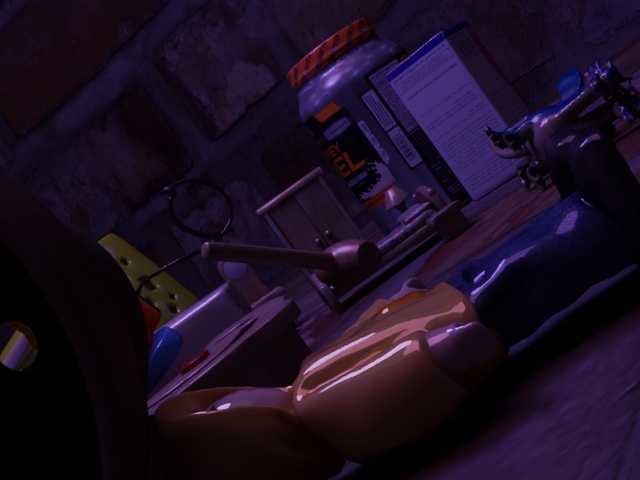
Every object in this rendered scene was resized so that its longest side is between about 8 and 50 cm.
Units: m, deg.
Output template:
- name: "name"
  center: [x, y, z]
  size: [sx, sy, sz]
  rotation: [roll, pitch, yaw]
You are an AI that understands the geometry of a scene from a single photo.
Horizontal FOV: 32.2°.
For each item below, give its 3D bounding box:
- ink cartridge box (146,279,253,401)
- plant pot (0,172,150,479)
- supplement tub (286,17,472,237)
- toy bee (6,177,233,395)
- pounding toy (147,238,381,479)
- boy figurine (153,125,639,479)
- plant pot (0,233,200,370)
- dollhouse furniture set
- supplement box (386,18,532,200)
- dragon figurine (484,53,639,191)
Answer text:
- name: "ink cartridge box"
  center: [-0.207, 0.192, 1.153]
  size: [0.353, 0.119, 0.207]
  rotation: [-35, 2, -2]
- name: "plant pot"
  center: [-0.231, 0.091, 0.653]
  size: [0.323, 0.323, 0.280]
  rotation: [-35, 1, 9]
- name: "supplement tub"
  center: [0.099, -0.168, 1.692]
  size: [0.193, 0.316, 0.193]
  rotation: [-36, 1, 1]
- name: "toy bee"
  center: [-0.183, 0.102, 0.976]
  size: [0.298, 0.195, 0.162]
  rotation: [-35, -3, -41]
- name: "pounding toy"
  center: [-0.081, 0.088, 0.878]
  size: [0.269, 0.155, 0.154]
  rotation: [-39, 5, -28]
- name: "boy figurine"
  center: [0.042, 0.054, 0.588]
  size: [0.285, 0.092, 0.177]
  rotation: [-33, 7, 5]
- name: "plant pot"
  center: [-0.307, 0.155, 1.555]
  size: [0.228, 0.227, 0.207]
  rotation: [-53, -5, 17]
- name: "dollhouse furniture set"
  center: [0.000, 0.000, 1.472]
  size: [0.303, 0.174, 0.355]
  rotation: [-36, 1, -5]
- name: "supplement box"
  center: [0.212, -0.184, 1.567]
  size: [0.114, 0.220, 0.111]
  rotation: [-36, 1, 32]
- name: "dragon figurine"
  center: [0.267, -0.129, 1.221]
  size: [0.144, 0.085, 0.289]
  rotation: [-36, 2, 1]
